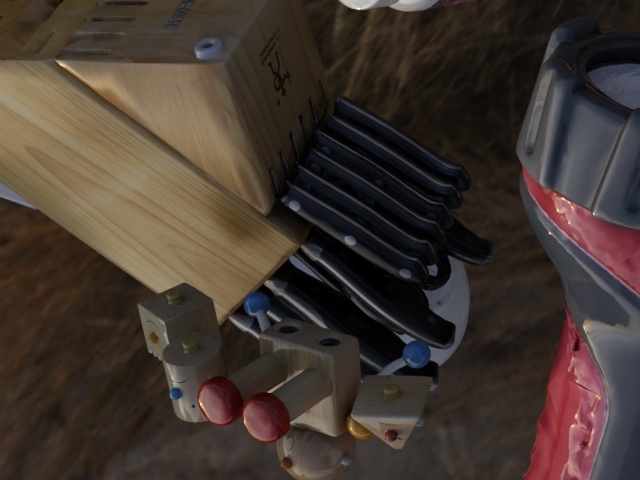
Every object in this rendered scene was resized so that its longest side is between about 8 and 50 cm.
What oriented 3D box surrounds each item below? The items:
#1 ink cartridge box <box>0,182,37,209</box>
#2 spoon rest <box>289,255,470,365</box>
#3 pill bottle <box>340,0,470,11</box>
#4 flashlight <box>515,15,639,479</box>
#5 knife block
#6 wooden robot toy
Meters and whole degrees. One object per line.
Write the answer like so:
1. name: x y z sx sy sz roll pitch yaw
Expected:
1. ink cartridge box: -0.240 -0.103 0.987 0.203 0.148 0.086 19 102 -16
2. spoon rest: 0.000 0.000 1.310 0.276 0.137 0.084 33 145 -20
3. pill bottle: 0.116 -0.294 1.741 0.121 0.221 0.121 21 118 46
4. flashlight: 0.109 0.059 0.743 0.103 0.103 0.304 -3 126 -22
5. knife block: -0.059 -0.018 0.882 0.276 0.088 0.242 4 131 24
6. wooden robot toy: -0.017 0.079 0.775 0.173 0.076 0.079 15 126 37
